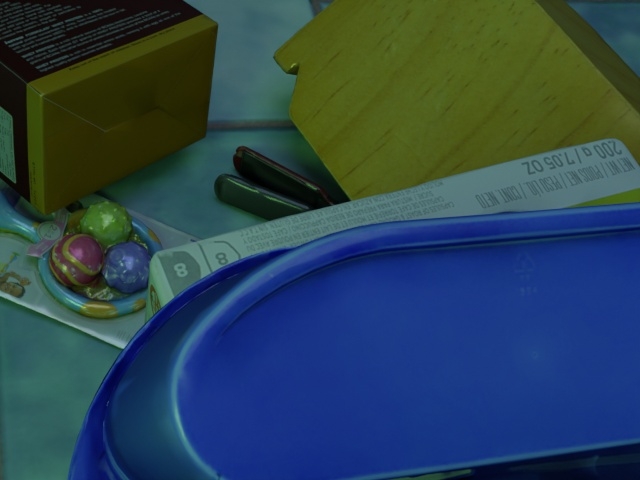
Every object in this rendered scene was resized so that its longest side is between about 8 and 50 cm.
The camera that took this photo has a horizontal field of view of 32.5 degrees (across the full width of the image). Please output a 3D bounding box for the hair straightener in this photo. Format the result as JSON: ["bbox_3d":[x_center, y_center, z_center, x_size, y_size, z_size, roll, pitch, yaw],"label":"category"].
[{"bbox_3d":[0.000,0.000,1.026,0.230,0.047,0.089,31,54,3],"label":"hair straightener"}]

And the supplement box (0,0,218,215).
[{"bbox_3d":[-0.230,-0.157,0.985,0.194,0.129,0.191,37,48,25],"label":"supplement box"}]

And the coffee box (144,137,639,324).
[{"bbox_3d":[0.088,0.189,0.726,0.338,0.338,0.334,-15,61,-21],"label":"coffee box"}]

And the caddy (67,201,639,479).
[{"bbox_3d":[0.066,0.111,0.466,0.342,0.179,0.241,-4,83,-15],"label":"caddy"}]

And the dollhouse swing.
[{"bbox_3d":[0.198,-0.103,1.118,0.315,0.305,0.346,-39,66,8],"label":"dollhouse swing"}]

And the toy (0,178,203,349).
[{"bbox_3d":[-0.208,0.003,0.957,0.237,0.056,0.136,21,54,1],"label":"toy"}]
